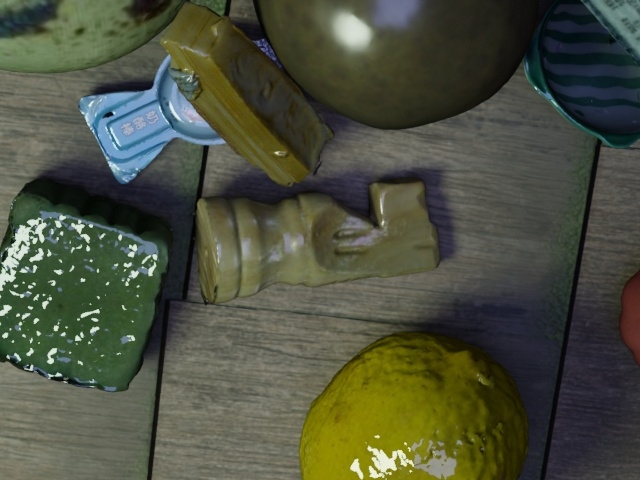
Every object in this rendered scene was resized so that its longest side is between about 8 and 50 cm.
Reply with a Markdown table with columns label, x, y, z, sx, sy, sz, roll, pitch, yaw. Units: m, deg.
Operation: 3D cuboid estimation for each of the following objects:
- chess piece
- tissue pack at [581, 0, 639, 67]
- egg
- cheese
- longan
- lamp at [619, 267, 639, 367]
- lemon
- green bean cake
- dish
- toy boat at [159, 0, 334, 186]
| label | x | y | z | sx | sy | sz | roll | pitch | yaw |
| --- | --- | --- | --- | --- | --- | --- | --- | --- | --- |
| chess piece | 0.000 | 0.000 | 1.879 | 0.301 | 0.137 | 0.137 | -5 | 102 | -15 |
| tissue pack | 0.401 | -0.312 | 1.773 | 0.315 | 0.228 | 0.103 | 47 | 137 | -11 |
| egg | -0.326 | -0.352 | 1.665 | 0.428 | 0.345 | 0.345 | -5 | 102 | -1 |
| cheese | -0.160 | -0.169 | 1.858 | 0.245 | 0.052 | 0.135 | -25 | 101 | 3 |
| longan | 0.082 | -0.272 | 1.722 | 0.319 | 0.319 | 0.318 | -1 | 102 | -3 |
| lamp | 0.461 | 0.094 | 1.900 | 0.182 | 0.140 | 0.182 | 0 | 98 | -1 |
| lemon | 0.108 | 0.254 | 1.855 | 0.268 | 0.268 | 0.322 | 37 | 119 | -9 |
| green bean cake | -0.302 | 0.057 | 1.863 | 0.223 | 0.125 | 0.227 | 18 | 102 | -9 |
| dish | 0.337 | -0.224 | 1.847 | 0.224 | 0.078 | 0.246 | 0 | 82 | -14 |
| toy boat | -0.090 | -0.159 | 1.754 | 0.310 | 0.115 | 0.089 | 43 | 68 | -47 |
